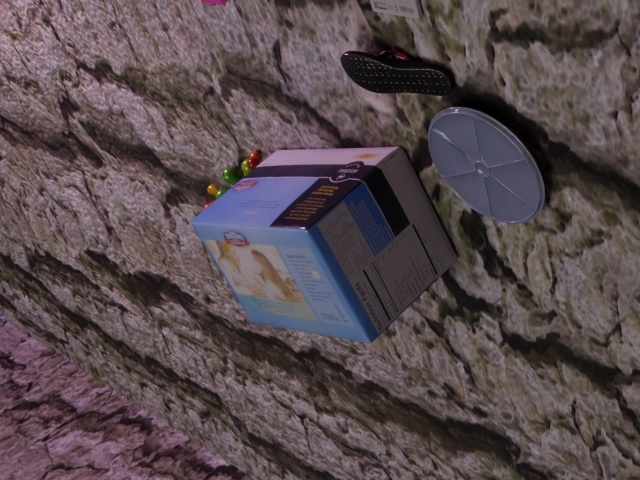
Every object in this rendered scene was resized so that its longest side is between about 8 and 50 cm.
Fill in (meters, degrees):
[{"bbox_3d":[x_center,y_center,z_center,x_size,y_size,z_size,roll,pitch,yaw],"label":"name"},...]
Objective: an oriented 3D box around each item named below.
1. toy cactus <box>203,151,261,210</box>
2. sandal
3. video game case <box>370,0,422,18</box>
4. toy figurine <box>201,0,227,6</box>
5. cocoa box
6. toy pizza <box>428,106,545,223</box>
[{"bbox_3d":[-0.115,-0.065,2.173,0.180,0.112,0.219,41,145,-8],"label":"toy cactus"},{"bbox_3d":[0.113,-0.241,1.672,0.179,0.040,0.067,13,144,27],"label":"sandal"},{"bbox_3d":[0.088,-0.357,1.575,0.087,0.011,0.122,20,142,43],"label":"video game case"},{"bbox_3d":[-0.122,-0.388,1.677,0.130,0.159,0.173,43,153,9],"label":"toy figurine"},{"bbox_3d":[0.000,0.000,1.933,0.347,0.228,0.231,4,130,53],"label":"cocoa box"},{"bbox_3d":[0.238,-0.109,1.662,0.201,0.032,0.201,35,151,23],"label":"toy pizza"}]
